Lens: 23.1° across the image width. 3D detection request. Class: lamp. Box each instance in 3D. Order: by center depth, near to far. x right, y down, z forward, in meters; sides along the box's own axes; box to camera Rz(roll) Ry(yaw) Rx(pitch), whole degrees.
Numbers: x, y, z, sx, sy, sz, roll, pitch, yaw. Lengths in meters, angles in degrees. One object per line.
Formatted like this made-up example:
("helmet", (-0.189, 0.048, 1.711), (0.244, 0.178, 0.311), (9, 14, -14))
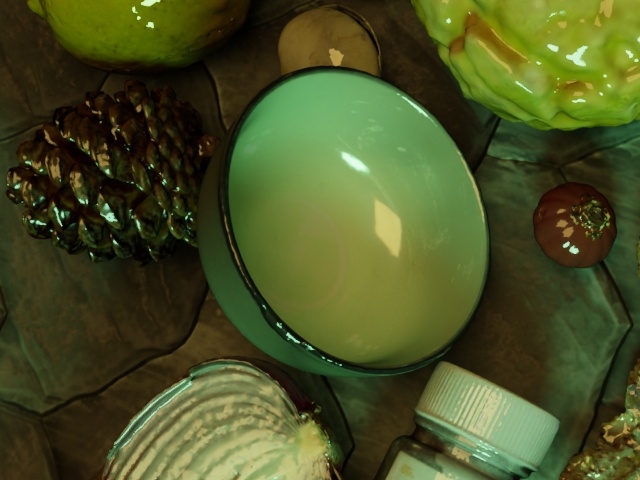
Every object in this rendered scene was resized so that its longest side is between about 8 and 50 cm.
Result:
("lamp", (0.290, -0.017, 1.782), (0.101, 0.090, 0.101), (6, 71, -18))

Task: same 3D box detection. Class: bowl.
("bowl", (0.000, 0.000, 1.769), (0.185, 0.354, 0.354), (-31, 65, 53))

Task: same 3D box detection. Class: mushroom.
("mushroom", (0.015, -0.205, 1.881), (0.154, 0.122, 0.154), (17, 114, 43))

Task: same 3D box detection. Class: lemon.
("lemon", (-0.207, -0.329, 1.899), (0.310, 0.253, 0.253), (-14, 75, 9))

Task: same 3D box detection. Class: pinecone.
("pinecone", (-0.242, -0.074, 1.867), (0.272, 0.224, 0.224), (-13, 75, 16))

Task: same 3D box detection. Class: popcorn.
("popcorn", (0.288, -0.275, 1.705), (0.390, 0.344, 0.354), (38, 85, 10))

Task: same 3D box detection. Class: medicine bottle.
("medicine bottle", (0.137, 0.284, 1.716), (0.165, 0.165, 0.273), (27, 87, 18))

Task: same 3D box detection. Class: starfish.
("starfish", (0.382, 0.246, 1.676), (0.384, 0.132, 0.398), (38, 65, 19))

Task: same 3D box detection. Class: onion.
("onion", (-0.132, 0.293, 1.773), (0.349, 0.159, 0.267), (-25, 73, 6))

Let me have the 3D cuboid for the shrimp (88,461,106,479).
("shrimp", (-0.236, 0.349, 1.861), (0.296, 0.058, 0.169), (-42, 73, -1))
